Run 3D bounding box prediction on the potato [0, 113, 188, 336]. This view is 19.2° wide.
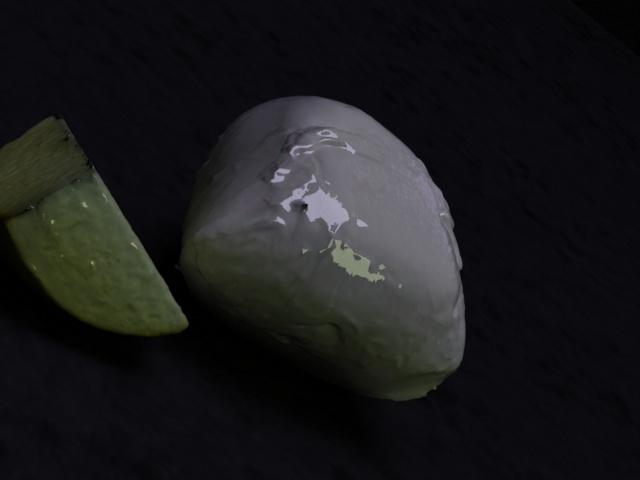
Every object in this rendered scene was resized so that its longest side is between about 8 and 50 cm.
[{"bbox_3d":[-0.153,0.004,1.151,0.120,0.081,0.149,63,-7,-23],"label":"potato"}]

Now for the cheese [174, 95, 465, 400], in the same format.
[{"bbox_3d":[0.000,0.000,1.250,0.198,0.154,0.189,32,42,-25],"label":"cheese"}]
